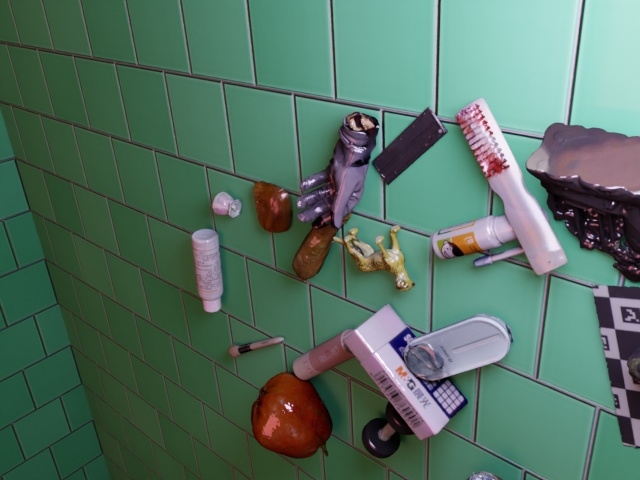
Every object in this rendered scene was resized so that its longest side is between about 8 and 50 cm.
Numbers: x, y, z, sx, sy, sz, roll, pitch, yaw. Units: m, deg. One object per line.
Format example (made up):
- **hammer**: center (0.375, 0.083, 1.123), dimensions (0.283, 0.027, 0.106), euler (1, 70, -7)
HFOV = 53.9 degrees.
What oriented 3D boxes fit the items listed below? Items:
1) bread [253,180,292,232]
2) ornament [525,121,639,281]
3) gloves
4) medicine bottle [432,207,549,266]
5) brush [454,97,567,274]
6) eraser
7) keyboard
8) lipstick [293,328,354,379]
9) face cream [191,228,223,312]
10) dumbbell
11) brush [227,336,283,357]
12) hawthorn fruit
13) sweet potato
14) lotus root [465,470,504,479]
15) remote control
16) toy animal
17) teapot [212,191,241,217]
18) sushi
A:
- **bread**: center (-0.129, -0.082, 1.605), dimensions (0.126, 0.044, 0.129), euler (24, 131, 38)
- **ornament**: center (0.454, -0.041, 0.980), dimensions (0.251, 0.106, 0.260), euler (24, 156, 38)
- **gloves**: center (0.044, -0.133, 1.330), dimensions (0.285, 0.119, 0.142), euler (-56, 36, 31)
- **medicine bottle**: center (0.319, -0.002, 1.169), dimensions (0.221, 0.061, 0.092), euler (-18, 110, 43)
- **brush**: center (0.321, -0.093, 1.080), dimensions (0.060, 0.050, 0.321), euler (-30, 81, 32)
- **eraser**: center (0.189, 0.295, 1.427), dimensions (0.287, 0.130, 0.086), euler (51, 143, 10)
- **keyboard**: center (0.173, -0.184, 1.252), dimensions (0.063, 0.010, 0.198), euler (57, 140, 7)
- **lipstick**: center (0.016, 0.304, 1.656), dimensions (0.070, 0.070, 0.254), euler (57, 140, 5)
- **face cream**: center (-0.337, 0.098, 1.898), dimensions (0.082, 0.082, 0.269), euler (26, 129, 35)
- **dumbbell**: center (0.179, 0.458, 1.553), dimensions (0.100, 0.100, 0.191), euler (47, 138, 16)
- **brush**: center (-0.197, 0.324, 1.926), dimensions (0.299, 0.039, 0.042), euler (-21, 100, 47)
- **hawthorn fruit**: center (-0.070, 0.509, 1.774), dimensions (0.261, 0.224, 0.224), euler (35, 138, -1)
- **sweet potato**: center (0.000, 0.000, 1.499), dimensions (0.075, 0.075, 0.273), euler (47, 134, 16)
- **lotus root**: center (0.360, 0.639, 1.416), dimensions (0.175, 0.175, 0.349), euler (32, 133, 30)
- **remote control**: center (0.283, 0.223, 1.313), dimensions (0.247, 0.052, 0.104), euler (-28, 97, 38)
- **toy animal**: center (0.118, 0.042, 1.399), dimensions (0.181, 0.073, 0.136), euler (-1, 119, 43)
- **teapot**: center (-0.251, -0.091, 1.721), dimensions (0.064, 0.064, 0.083), euler (21, 159, 29)
- **sushi**: center (0.618, 0.244, 0.983), dimensions (0.359, 0.064, 0.343), euler (2, 117, 46)
